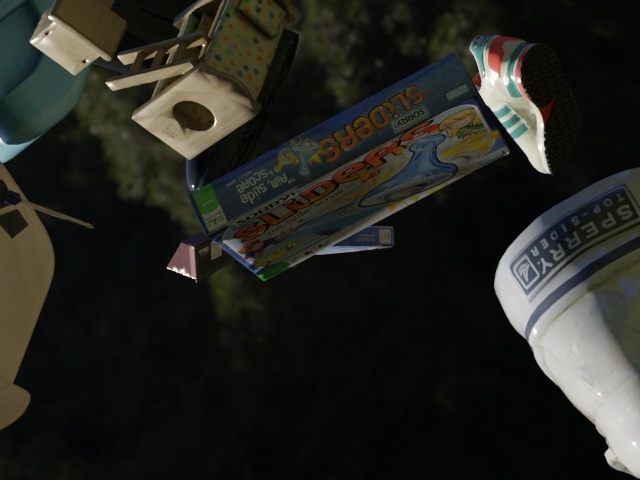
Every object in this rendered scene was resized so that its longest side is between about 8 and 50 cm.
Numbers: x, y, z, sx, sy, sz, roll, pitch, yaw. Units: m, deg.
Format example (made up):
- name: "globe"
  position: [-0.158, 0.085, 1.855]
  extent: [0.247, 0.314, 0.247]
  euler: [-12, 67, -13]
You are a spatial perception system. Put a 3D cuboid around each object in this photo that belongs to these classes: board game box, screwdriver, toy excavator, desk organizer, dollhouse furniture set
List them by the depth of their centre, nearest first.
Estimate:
- name: "board game box"
  position: [0.023, -0.047, 1.296]
  extent: [0.201, 0.035, 0.136]
  euler: [-28, -20, 8]
- name: "dollhouse furniture set"
  position: [-0.105, -0.190, 1.433]
  extent: [0.101, 0.161, 0.182]
  euler: [-29, 33, 45]
- name: "board game box"
  position: [0.000, 0.000, 1.613]
  extent: [0.090, 0.090, 0.020]
  euler: [1, -94, -49]
- name: "screwdriver"
  position: [-0.250, -0.033, 1.640]
  extent: [0.025, 0.024, 0.170]
  euler: [-25, -27, 33]
- name: "toy excavator"
  position: [-0.328, -0.097, 1.764]
  extent: [0.433, 0.445, 0.222]
  euler: [-45, 8, -30]
- name: "desk organizer"
  position: [-0.116, -0.003, 2.168]
  extent: [0.130, 0.050, 0.047]
  euler: [-30, -52, -43]

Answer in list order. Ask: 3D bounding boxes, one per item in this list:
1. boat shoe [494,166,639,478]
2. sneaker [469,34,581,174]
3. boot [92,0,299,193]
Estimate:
- name: "boat shoe"
  position: [0.213, 0.088, 0.810]
  extent: [0.136, 0.156, 0.367]
  euler: [-35, -30, 17]
- name: "sneaker"
  position: [0.173, -0.123, 1.646]
  extent: [0.057, 0.075, 0.161]
  euler: [-53, -35, -18]
- name: "boot"
  position: [-0.157, -0.163, 2.017]
  extent: [0.094, 0.207, 0.246]
  euler: [101, -170, -57]
